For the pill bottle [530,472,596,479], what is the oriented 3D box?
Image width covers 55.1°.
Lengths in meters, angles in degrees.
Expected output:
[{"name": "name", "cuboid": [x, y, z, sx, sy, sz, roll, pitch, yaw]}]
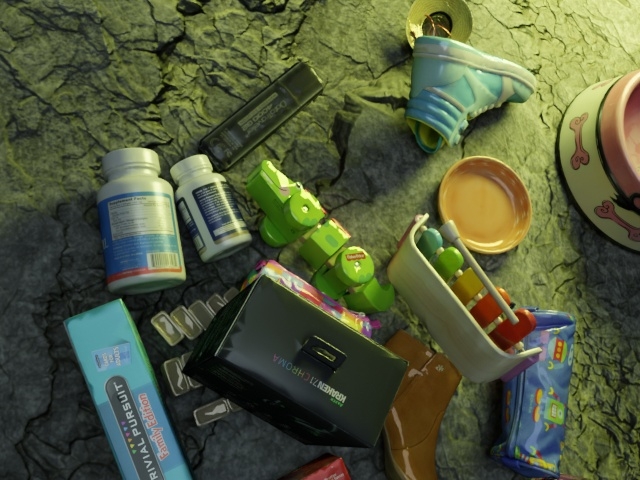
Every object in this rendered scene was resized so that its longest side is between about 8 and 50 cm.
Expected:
[{"name": "pill bottle", "cuboid": [0.438, 0.453, 1.025, 0.108, 0.193, 0.108, 4, 75, -14]}]

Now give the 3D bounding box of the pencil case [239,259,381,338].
[{"name": "pencil case", "cuboid": [-0.023, 0.121, 1.032, 0.236, 0.104, 0.104, 30, 71, -11]}]

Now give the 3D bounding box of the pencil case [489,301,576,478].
[{"name": "pencil case", "cuboid": [0.379, 0.262, 1.096, 0.133, 0.119, 0.306, 24, 70, -34]}]

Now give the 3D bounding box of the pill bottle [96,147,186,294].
[{"name": "pill bottle", "cuboid": [-0.295, -0.031, 0.997, 0.124, 0.124, 0.221, -8, 78, -16]}]

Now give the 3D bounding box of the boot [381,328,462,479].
[{"name": "boot", "cuboid": [0.181, 0.311, 1.044, 0.211, 0.104, 0.295, -41, 85, -19]}]

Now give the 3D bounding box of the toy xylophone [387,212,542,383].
[{"name": "toy xylophone", "cuboid": [0.238, 0.094, 1.030, 0.081, 0.236, 0.323, -25, 76, -29]}]

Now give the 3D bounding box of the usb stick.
[{"name": "usb stick", "cuboid": [-0.105, -0.232, 1.137, 0.278, 0.045, 0.077, -44, 97, -20]}]

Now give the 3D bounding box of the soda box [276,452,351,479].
[{"name": "soda box", "cuboid": [-0.073, 0.435, 0.959, 0.263, 0.083, 0.092, -22, 83, -19]}]

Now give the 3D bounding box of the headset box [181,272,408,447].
[{"name": "headset box", "cuboid": [-0.047, 0.187, 0.898, 0.246, 0.283, 0.131, 33, 65, -9]}]

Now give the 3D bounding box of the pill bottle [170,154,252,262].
[{"name": "pill bottle", "cuboid": [-0.191, -0.056, 1.045, 0.094, 0.094, 0.169, -23, 83, -18]}]

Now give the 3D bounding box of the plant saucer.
[{"name": "plant saucer", "cuboid": [0.319, -0.067, 1.207, 0.200, 0.037, 0.200, 3, 75, -13]}]

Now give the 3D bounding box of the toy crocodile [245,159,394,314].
[{"name": "toy crocodile", "cuboid": [0.000, 0.000, 1.072, 0.340, 0.115, 0.105, 48, 52, -1]}]

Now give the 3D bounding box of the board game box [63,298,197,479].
[{"name": "board game box", "cuboid": [-0.249, 0.266, 0.866, 0.079, 0.254, 0.336, -21, 82, -17]}]

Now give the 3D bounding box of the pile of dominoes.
[{"name": "pile of dominoes", "cuboid": [-0.144, 0.181, 1.042, 0.251, 0.040, 0.196, -18, 81, -26]}]

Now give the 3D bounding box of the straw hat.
[{"name": "straw hat", "cuboid": [0.237, -0.434, 1.264, 0.144, 0.061, 0.144, 0, 89, -1]}]

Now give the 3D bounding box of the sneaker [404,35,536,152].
[{"name": "sneaker", "cuboid": [0.287, -0.265, 1.218, 0.319, 0.127, 0.208, 7, 102, -33]}]

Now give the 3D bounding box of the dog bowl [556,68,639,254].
[{"name": "dog bowl", "cuboid": [0.713, -0.182, 1.276, 0.408, 0.150, 0.408, 3, 76, -14]}]
